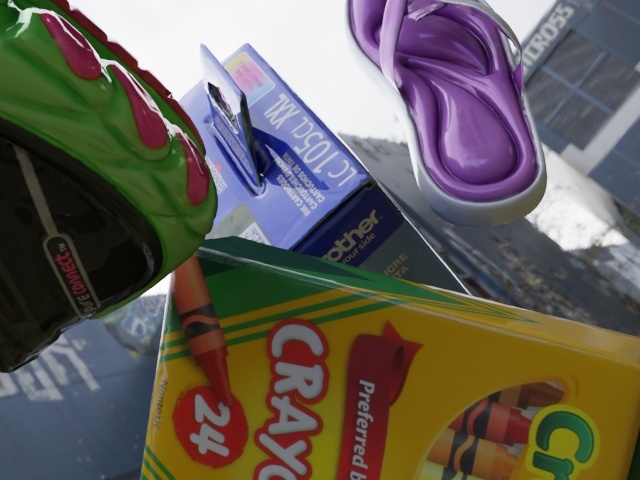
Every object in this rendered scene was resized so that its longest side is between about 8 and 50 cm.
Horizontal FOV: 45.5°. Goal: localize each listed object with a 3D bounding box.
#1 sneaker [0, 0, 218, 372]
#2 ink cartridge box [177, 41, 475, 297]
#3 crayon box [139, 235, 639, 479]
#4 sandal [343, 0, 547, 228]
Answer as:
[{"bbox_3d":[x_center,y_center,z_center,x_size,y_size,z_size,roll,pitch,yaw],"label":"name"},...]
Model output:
[{"bbox_3d":[-0.262,-0.093,0.292,0.483,0.185,0.202,38,-82,-25],"label":"sneaker"},{"bbox_3d":[0.000,0.000,0.699,0.151,0.270,0.395,-42,-47,5],"label":"ink cartridge box"},{"bbox_3d":[0.053,0.127,0.435,0.081,0.319,0.202,-9,-70,-67],"label":"crayon box"},{"bbox_3d":[0.134,-0.195,0.802,0.170,0.416,0.102,-17,-37,-3],"label":"sandal"}]
